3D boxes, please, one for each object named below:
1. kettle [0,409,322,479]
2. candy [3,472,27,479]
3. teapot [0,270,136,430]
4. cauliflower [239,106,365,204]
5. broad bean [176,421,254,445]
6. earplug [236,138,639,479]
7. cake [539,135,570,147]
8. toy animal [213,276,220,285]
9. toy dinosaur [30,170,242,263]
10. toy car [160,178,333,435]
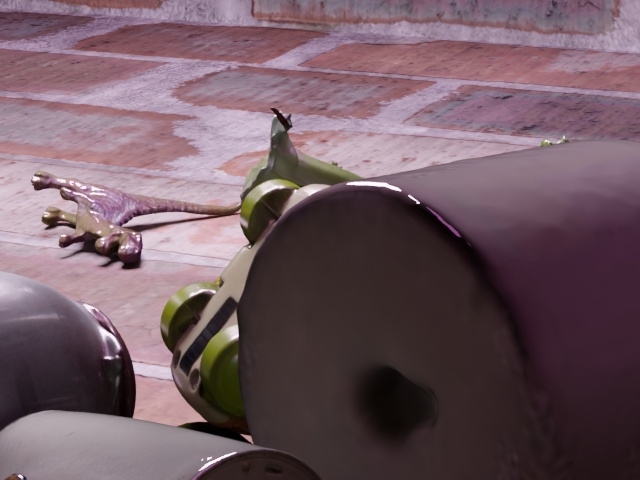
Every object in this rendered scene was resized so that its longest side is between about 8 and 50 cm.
[{"bbox_3d":[-0.145,0.215,1.268,0.255,0.165,0.240,9,43,47],"label":"kettle"},{"bbox_3d":[-0.157,0.261,0.934,0.101,0.271,0.143,4,17,-26],"label":"candy"},{"bbox_3d":[-0.312,0.141,1.478,0.312,0.233,0.315,-7,-11,-41],"label":"teapot"},{"bbox_3d":[0.000,0.000,1.745,0.239,0.315,0.256,-21,36,22],"label":"cauliflower"},{"bbox_3d":[-0.108,0.194,1.506,0.153,0.072,0.206,1,4,-7],"label":"broad bean"},{"bbox_3d":[0.180,0.075,1.438,0.394,0.313,0.312,-15,22,-40],"label":"earplug"},{"bbox_3d":[0.234,0.020,1.760,0.100,0.235,0.099,14,11,24],"label":"cake"},{"bbox_3d":[-0.058,0.059,1.944,0.181,0.073,0.136,-16,11,-6],"label":"toy animal"},{"bbox_3d":[-0.236,-0.028,2.256,0.199,0.072,0.251,16,10,18],"label":"toy dinosaur"},{"bbox_3d":[0.005,0.081,1.591,0.235,0.235,0.145,-8,19,-20],"label":"toy car"}]
